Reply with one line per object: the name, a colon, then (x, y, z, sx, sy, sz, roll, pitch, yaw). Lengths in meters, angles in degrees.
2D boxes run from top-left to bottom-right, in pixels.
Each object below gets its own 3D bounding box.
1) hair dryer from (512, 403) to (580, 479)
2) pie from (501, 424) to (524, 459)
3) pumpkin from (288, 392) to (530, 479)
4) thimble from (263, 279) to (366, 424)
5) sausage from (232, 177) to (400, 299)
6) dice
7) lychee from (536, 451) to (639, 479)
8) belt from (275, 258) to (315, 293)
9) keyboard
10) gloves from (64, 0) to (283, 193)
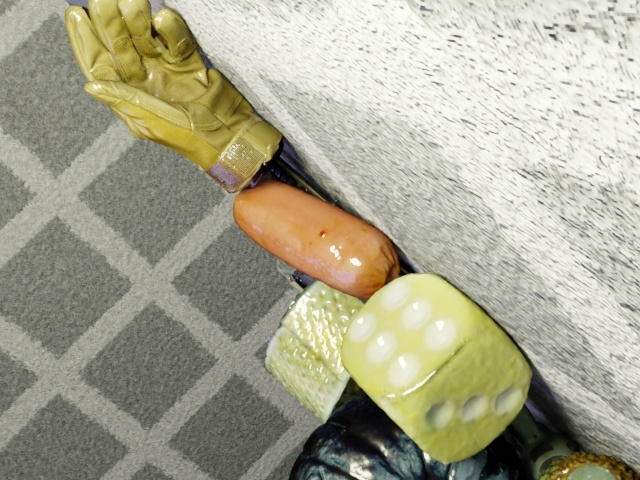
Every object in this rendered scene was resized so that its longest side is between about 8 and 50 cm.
hair dryer: (0.309, 0.267, 1.241, 0.267, 0.092, 0.229, 59, -174, 19)
pie: (0.357, 0.362, 1.415, 0.240, 0.054, 0.240, 40, -170, -8)
pumpkin: (0.124, 0.387, 1.136, 0.363, 0.363, 0.266, 45, 165, 0)
thimble: (0.054, 0.162, 1.303, 0.150, 0.271, 0.271, 41, 174, 23)
sausage: (0.000, 0.000, 1.118, 0.259, 0.114, 0.113, 28, 168, 29)
dice: (0.141, 0.155, 0.987, 0.169, 0.166, 0.169, 48, 175, -36)
lychee: (0.339, 0.346, 0.978, 0.171, 0.171, 0.171, 45, 176, 4)
belt: (-0.006, 0.066, 1.758, 0.126, 0.139, 0.230, 48, 173, -23)
keyboard: (0.003, -0.016, 1.202, 0.317, 0.106, 0.027, 41, -146, 22)
gloves: (-0.197, -0.196, 1.060, 0.331, 0.154, 0.141, 40, 177, -24)
